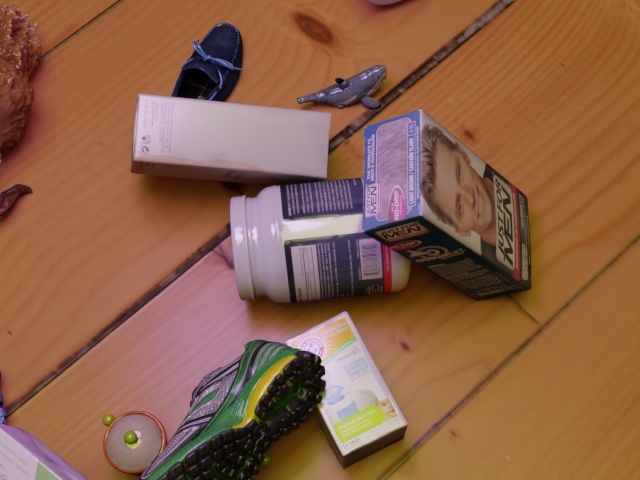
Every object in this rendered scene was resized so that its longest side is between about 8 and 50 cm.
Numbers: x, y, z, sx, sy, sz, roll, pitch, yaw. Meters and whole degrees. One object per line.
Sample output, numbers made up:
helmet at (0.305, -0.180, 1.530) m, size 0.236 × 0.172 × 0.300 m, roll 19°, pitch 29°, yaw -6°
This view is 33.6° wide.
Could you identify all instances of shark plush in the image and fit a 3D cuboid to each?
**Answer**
shark plush at (0.037, -0.276, 1.875) m, size 0.161 × 0.067 × 0.073 m, roll -5°, pitch 68°, yaw -1°

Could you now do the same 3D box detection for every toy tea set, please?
toy tea set at (-0.187, 0.361, 1.584) m, size 0.336 × 0.124 × 0.200 m, roll 2°, pitch 67°, yaw 2°

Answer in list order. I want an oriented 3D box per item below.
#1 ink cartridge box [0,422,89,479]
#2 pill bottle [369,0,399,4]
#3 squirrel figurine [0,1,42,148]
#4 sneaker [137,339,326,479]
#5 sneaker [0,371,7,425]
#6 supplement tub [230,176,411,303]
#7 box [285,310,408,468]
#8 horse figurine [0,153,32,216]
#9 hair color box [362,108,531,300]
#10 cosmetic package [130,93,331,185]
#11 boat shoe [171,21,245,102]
ink cartridge box at (-0.449, 0.444, 1.394) m, size 0.207 × 0.119 × 0.353 m, roll 33°, pitch 82°, yaw 18°
pill bottle at (0.081, -0.596, 1.949) m, size 0.176 × 0.176 × 0.318 m, roll -21°, pitch 68°, yaw -7°
squirrel figurine at (-0.687, -0.312, 1.822) m, size 0.397 × 0.281 × 0.370 m, roll 6°, pitch 28°, yaw -36°
sneaker at (-0.147, 0.280, 1.531) m, size 0.146 × 0.134 × 0.343 m, roll 16°, pitch 48°, yaw 44°
sneaker at (-0.518, 0.270, 1.672) m, size 0.059 × 0.053 × 0.144 m, roll 6°, pitch 76°, yaw 4°
supplement tub at (0.000, 0.000, 1.694) m, size 0.272 × 0.191 × 0.191 m, roll -5°, pitch 67°, yaw -1°
box at (0.037, 0.232, 1.644) m, size 0.114 × 0.103 × 0.203 m, roll -25°, pitch 69°, yaw -9°
horse figurine at (-0.636, -0.071, 1.809) m, size 0.263 × 0.066 × 0.174 m, roll 2°, pitch 60°, yaw 5°
hair color box at (0.201, -0.044, 1.628) m, size 0.105 × 0.347 × 0.174 m, roll -15°, pitch 62°, yaw 34°
cosmetic package at (-0.151, -0.159, 1.737) m, size 0.309 × 0.160 × 0.113 m, roll 5°, pitch 85°, yaw -10°
boat shoe at (-0.199, -0.281, 1.871) m, size 0.109 × 0.089 × 0.258 m, roll 14°, pitch 69°, yaw 7°
